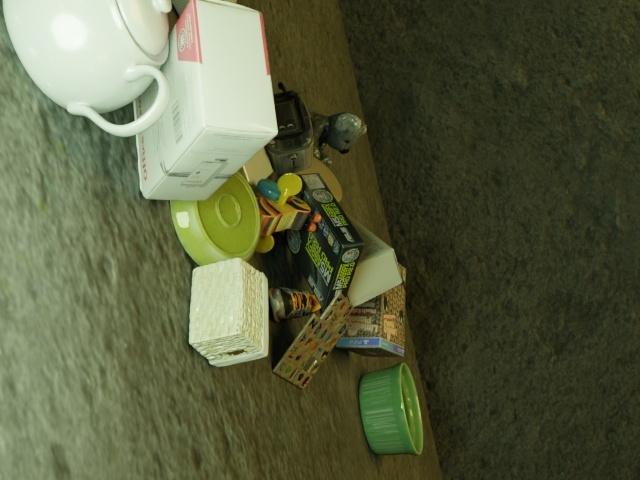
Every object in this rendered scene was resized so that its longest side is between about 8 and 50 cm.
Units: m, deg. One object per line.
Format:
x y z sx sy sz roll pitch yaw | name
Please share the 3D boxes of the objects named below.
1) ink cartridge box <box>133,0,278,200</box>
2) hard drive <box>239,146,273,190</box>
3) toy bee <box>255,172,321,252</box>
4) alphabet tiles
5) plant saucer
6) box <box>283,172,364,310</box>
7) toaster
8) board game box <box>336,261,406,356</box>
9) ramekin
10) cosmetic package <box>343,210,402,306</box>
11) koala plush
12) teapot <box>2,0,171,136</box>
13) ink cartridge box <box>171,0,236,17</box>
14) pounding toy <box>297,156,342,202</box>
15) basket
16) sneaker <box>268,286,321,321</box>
-0.190 -0.204 1.057 0.117 0.283 0.207 1 73 -32 | ink cartridge box
-0.195 -0.281 1.590 0.203 0.040 0.307 -62 137 -68 | hard drive
-0.081 -0.074 1.541 0.298 0.162 0.195 -52 169 -45 | toy bee
-0.006 0.235 1.613 0.237 0.009 0.198 -54 151 -9 | alphabet tiles
-0.186 -0.054 1.300 0.241 0.037 0.240 26 58 -50 | plant saucer
0.000 0.000 1.658 0.270 0.060 0.216 60 -34 39 | box
-0.090 -0.282 1.776 0.146 0.129 0.226 87 -11 -63 | toaster
0.161 0.201 2.098 0.232 0.141 0.290 32 58 -61 | board game box
0.235 0.569 2.267 0.303 0.148 0.303 -13 90 -75 | ramekin
0.071 0.041 1.830 0.309 0.160 0.113 46 -22 59 | cosmetic package
0.033 -0.341 2.140 0.196 0.222 0.203 4 74 -74 | koala plush
-0.295 -0.302 0.949 0.252 0.187 0.255 -78 153 -57 | teapot
-0.284 -0.613 1.499 0.303 0.072 0.307 -85 155 -46 | ink cartridge box
-0.058 -0.166 1.944 0.237 0.110 0.183 47 29 -1 | pounding toy
-0.164 0.126 1.220 0.103 0.113 0.167 52 28 -54 | basket
-0.063 0.149 1.642 0.215 0.083 0.084 11 68 -73 | sneaker
